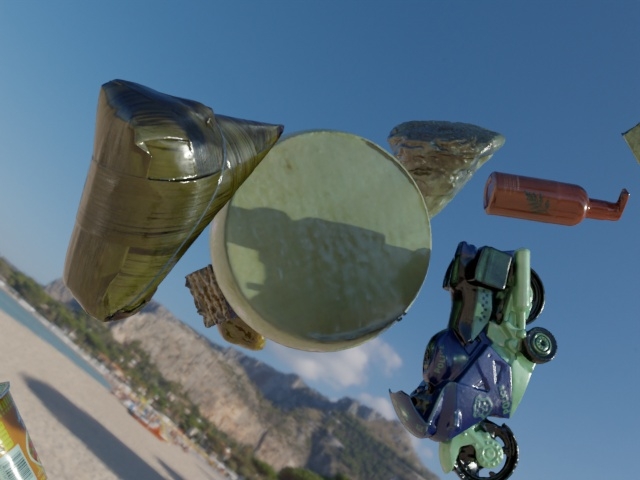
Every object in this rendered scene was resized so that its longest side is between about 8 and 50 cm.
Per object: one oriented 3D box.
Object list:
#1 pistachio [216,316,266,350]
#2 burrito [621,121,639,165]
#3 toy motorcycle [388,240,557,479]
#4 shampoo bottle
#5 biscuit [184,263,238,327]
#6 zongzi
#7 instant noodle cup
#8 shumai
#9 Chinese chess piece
[{"bbox_3d":[-0.172,0.152,1.344,0.110,0.100,0.189,106,-30,-45],"label":"pistachio"},{"bbox_3d":[0.586,-0.161,1.106,0.118,0.074,0.044,62,0,7],"label":"burrito"},{"bbox_3d":[0.206,0.163,0.871,0.196,0.331,0.125,17,-13,-9],"label":"toy motorcycle"},{"bbox_3d":[0.425,-0.071,1.149,0.244,0.085,0.085,7,-26,2],"label":"shampoo bottle"},{"bbox_3d":[-0.150,0.081,1.197,0.070,0.252,0.106,-23,-91,28],"label":"biscuit"},{"bbox_3d":[-0.175,-0.049,0.833,0.138,0.300,0.286,33,-66,26],"label":"zongzi"},{"bbox_3d":[-0.547,0.356,1.042,0.168,0.168,0.185,0,-63,60],"label":"instant noodle cup"},{"bbox_3d":[0.320,-0.173,1.677,0.304,0.309,0.263,11,-68,20],"label":"shumai"},{"bbox_3d":[0.000,0.000,0.996,0.349,0.349,0.146,43,-14,-7],"label":"Chinese chess piece"}]
